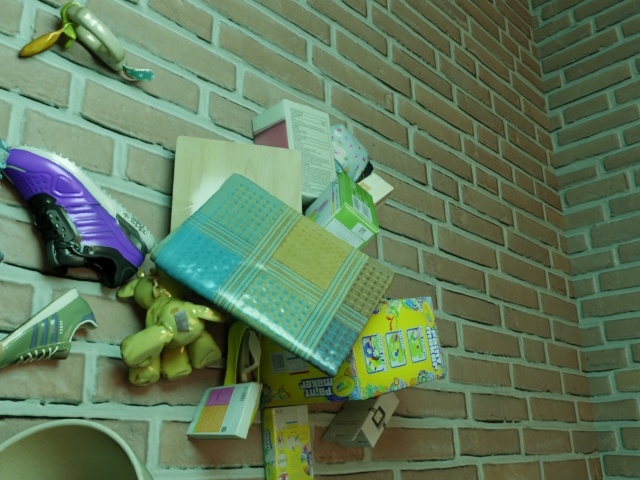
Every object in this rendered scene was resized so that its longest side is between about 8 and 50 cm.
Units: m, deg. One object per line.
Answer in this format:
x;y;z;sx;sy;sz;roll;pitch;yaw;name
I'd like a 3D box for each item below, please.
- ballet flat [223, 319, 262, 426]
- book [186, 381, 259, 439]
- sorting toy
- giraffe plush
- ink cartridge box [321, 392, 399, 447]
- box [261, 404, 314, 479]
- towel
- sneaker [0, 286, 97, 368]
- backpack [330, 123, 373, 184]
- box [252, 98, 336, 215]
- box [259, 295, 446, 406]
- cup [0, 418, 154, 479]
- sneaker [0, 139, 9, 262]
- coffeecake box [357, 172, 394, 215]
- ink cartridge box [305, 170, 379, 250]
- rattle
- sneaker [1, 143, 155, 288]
-0.149;0.268;1.164;0.077;0.077;0.230;16;65;-43;ballet flat
-0.177;0.312;1.069;0.035;0.144;0.096;37;53;-32;book
-0.173;-0.064;1.193;0.256;0.089;0.257;5;72;-17;sorting toy
-0.277;0.129;1.039;0.182;0.210;0.170;-6;46;-33;giraffe plush
0.092;0.414;1.343;0.180;0.104;0.060;-46;111;-44;ink cartridge box
-0.067;0.437;1.216;0.105;0.043;0.179;11;66;-44;box
-0.075;0.049;1.043;0.370;0.040;0.271;32;49;7;towel
-0.432;0.158;0.917;0.086;0.064;0.192;54;42;-11;sneaker
0.048;-0.213;1.513;0.182;0.115;0.152;47;50;-20;backpack
-0.060;-0.190;1.382;0.149;0.127;0.232;7;71;-44;box
0.054;0.231;1.231;0.279;0.290;0.176;0;76;-45;box
-0.325;0.444;0.781;0.237;0.331;0.331;65;36;-46;cup
-0.517;-0.101;0.863;0.122;0.110;0.282;-23;95;-24;sneaker
0.085;-0.057;1.439;0.068;0.185;0.142;39;42;14;coffeecake box
0.000;0.000;1.256;0.097;0.255;0.188;38;20;-17;ink cartridge box
-0.425;-0.330;1.100;0.142;0.130;0.199;-67;151;-23;rattle
-0.418;-0.026;0.971;0.293;0.102;0.146;43;50;-27;sneaker
